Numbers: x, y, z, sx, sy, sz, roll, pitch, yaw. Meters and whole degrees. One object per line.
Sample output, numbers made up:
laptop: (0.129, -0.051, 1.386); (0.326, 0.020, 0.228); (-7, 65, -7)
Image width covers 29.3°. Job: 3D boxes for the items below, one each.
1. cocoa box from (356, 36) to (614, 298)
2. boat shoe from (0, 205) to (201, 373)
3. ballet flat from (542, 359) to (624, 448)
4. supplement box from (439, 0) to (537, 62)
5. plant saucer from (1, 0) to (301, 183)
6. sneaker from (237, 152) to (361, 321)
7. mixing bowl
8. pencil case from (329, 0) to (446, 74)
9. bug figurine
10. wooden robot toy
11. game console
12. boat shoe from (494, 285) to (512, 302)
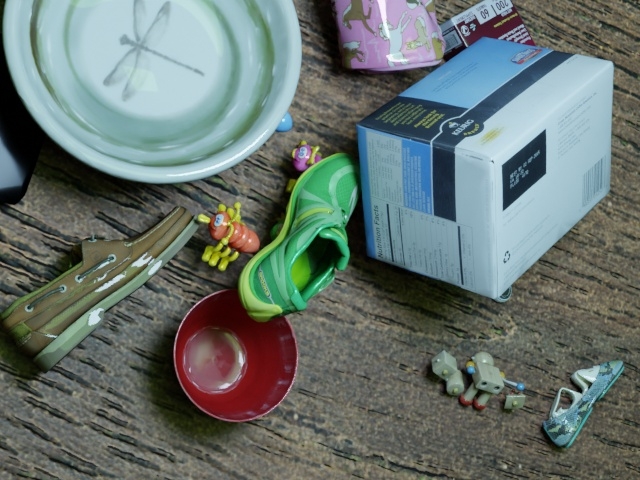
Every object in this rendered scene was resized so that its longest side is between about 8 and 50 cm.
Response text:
cocoa box: (0.243, -0.117, 1.773); (0.347, 0.228, 0.232); (-37, 133, -40)
boat shoe: (-0.290, 0.038, 1.639); (0.104, 0.110, 0.307); (47, 60, -3)
ballet flat: (0.419, 0.247, 1.964); (0.070, 0.070, 0.188); (48, 62, -10)
supplement box: (0.297, -0.271, 1.994); (0.130, 0.073, 0.239); (-32, 96, -27)
plant saucer: (-0.228, -0.263, 1.663); (0.400, 0.100, 0.401); (3, 78, -15)
sneaker: (0.000, 0.000, 1.685); (0.109, 0.123, 0.296); (58, 47, -35)
mixing bowl: (-0.132, 0.163, 1.697); (0.181, 0.098, 0.182); (5, 78, -24)
pencil case: (0.089, -0.445, 1.833); (0.167, 0.160, 0.386); (-35, 118, -66)
bug figurine: (-0.066, -0.078, 1.756); (0.216, 0.072, 0.279); (29, 68, -40)
wooden robot toy: (0.241, 0.206, 1.898); (0.173, 0.076, 0.079); (21, 37, -20)
game console: (-0.520, -0.198, 1.574); (0.361, 0.044, 0.213); (22, 78, -30)
boat shoe: (0.286, 0.027, 1.951); (0.049, 0.040, 0.142); (-2, 81, -26)
